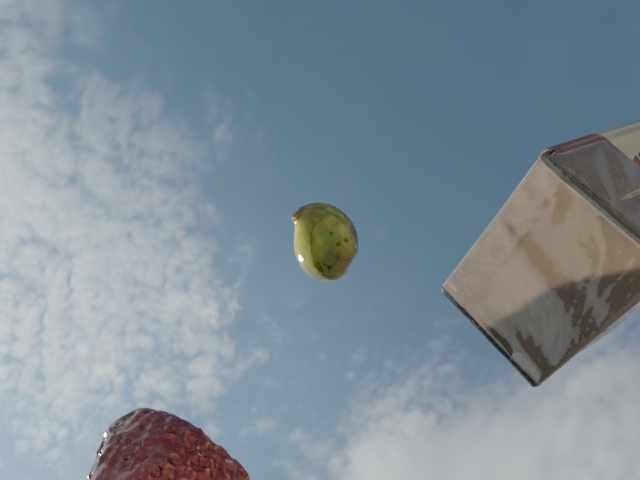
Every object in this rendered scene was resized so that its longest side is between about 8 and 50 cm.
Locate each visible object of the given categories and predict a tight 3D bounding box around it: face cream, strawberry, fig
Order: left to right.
[{"bbox_3d":[-0.268,0.442,1.071,0.292,0.292,0.309,-31,-92,-5],"label":"strawberry"},{"bbox_3d":[0.011,0.003,1.186,0.121,0.136,0.152,-6,-112,-30],"label":"fig"},{"bbox_3d":[0.466,-0.131,1.017,0.214,0.096,0.095,-17,-69,-16],"label":"face cream"}]

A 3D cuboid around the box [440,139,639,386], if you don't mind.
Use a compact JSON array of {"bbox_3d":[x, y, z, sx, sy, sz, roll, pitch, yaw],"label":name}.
[{"bbox_3d":[0.302,0.025,0.756,0.153,0.188,0.252,-22,-30,-37],"label":"box"}]
